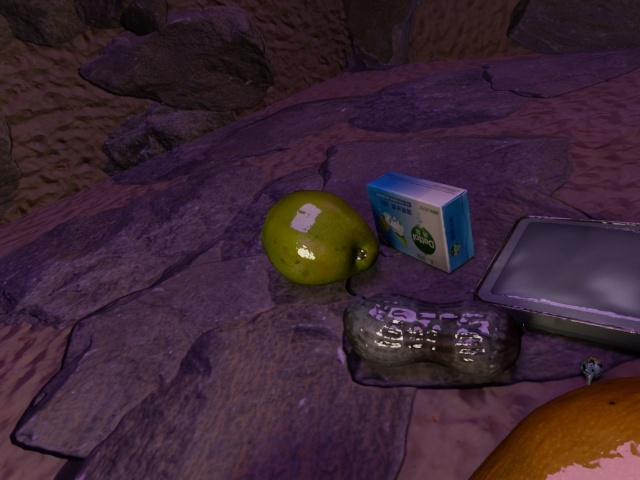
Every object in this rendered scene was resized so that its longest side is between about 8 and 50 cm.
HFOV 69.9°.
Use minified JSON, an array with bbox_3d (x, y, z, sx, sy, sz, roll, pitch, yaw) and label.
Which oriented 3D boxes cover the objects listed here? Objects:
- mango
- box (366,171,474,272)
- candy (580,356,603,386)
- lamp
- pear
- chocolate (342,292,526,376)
[{"bbox_3d":[0.232,0.223,0.378,0.359,0.144,0.187,-24,27,-9],"label":"mango"},{"bbox_3d":[0.185,-0.041,0.864,0.073,0.139,0.194,-31,32,-23],"label":"box"},{"bbox_3d":[0.321,0.175,0.546,0.025,0.023,0.083,17,47,22],"label":"candy"},{"bbox_3d":[0.403,0.047,0.699,0.266,0.047,0.269,10,38,37],"label":"lamp"},{"bbox_3d":[0.000,0.000,0.860,0.219,0.188,0.187,27,47,23],"label":"pear"},{"bbox_3d":[0.146,0.128,0.629,0.248,0.110,0.110,1,33,28],"label":"chocolate"}]
